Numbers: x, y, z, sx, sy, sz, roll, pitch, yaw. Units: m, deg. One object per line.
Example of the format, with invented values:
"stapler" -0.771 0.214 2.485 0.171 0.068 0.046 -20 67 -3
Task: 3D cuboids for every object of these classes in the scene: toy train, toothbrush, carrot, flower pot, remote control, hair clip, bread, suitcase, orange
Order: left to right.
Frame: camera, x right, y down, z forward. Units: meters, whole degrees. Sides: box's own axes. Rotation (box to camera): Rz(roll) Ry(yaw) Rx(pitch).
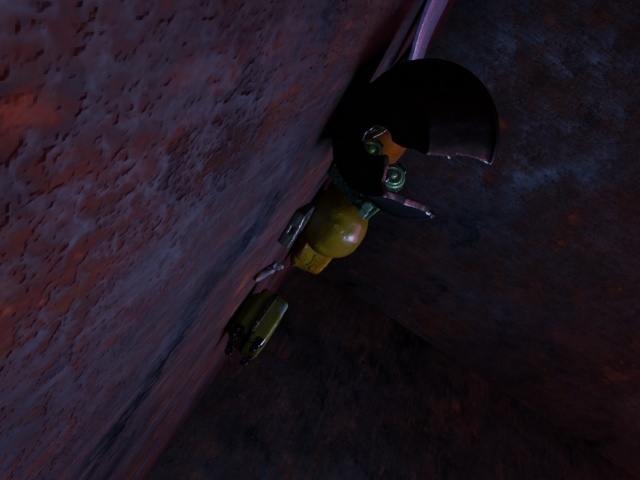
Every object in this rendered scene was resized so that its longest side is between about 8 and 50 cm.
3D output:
"suitcase" -0.230 0.290 1.420 0.235 0.143 0.194 -55 178 -37
"toothbrush" -0.179 0.107 1.409 0.028 0.037 0.375 -60 176 5
"remote control" -0.069 -0.055 1.357 0.124 0.038 0.285 -58 179 10
"bread" 0.001 -0.001 2.027 0.337 0.204 0.358 -62 -179 -37
"orange" 0.054 -0.069 1.576 0.279 0.235 0.279 -57 -165 25
"toy train" 0.159 -0.213 1.387 0.188 0.272 0.159 -39 176 -18
"carrot" 0.268 -0.436 1.577 0.331 0.214 0.193 133 -38 -72
"flower pot" 0.167 -0.224 0.898 0.251 0.379 0.379 -19 147 -54
"hair clip" 0.296 -0.602 1.140 0.359 0.110 0.096 116 -35 -45

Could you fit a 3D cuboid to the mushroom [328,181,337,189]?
"mushroom" 0.154 -0.243 1.838 0.255 0.254 0.184 -50 139 -83
